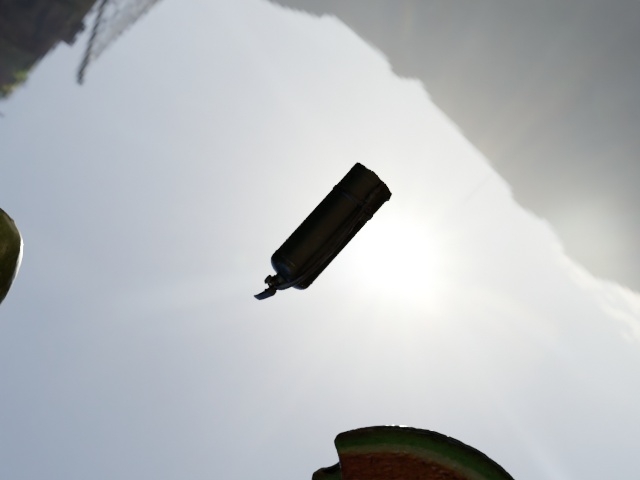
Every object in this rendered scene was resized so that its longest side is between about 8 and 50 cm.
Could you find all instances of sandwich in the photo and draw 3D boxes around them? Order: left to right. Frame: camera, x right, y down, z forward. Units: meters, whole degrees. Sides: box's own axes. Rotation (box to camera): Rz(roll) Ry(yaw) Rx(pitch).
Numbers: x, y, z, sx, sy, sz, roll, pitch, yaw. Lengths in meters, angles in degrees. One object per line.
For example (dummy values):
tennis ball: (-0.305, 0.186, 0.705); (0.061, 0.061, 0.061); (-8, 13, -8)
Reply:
sandwich: (0.053, 0.120, 0.502); (0.135, 0.067, 0.029); (44, 165, 39)

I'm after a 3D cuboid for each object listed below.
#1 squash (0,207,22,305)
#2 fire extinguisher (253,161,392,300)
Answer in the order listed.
squash: (-0.257, 0.079, 0.748); (0.069, 0.239, 0.069); (32, 171, 6)
fire extinguisher: (0.000, 0.000, 0.622); (0.025, 0.083, 0.038); (45, 173, -15)
